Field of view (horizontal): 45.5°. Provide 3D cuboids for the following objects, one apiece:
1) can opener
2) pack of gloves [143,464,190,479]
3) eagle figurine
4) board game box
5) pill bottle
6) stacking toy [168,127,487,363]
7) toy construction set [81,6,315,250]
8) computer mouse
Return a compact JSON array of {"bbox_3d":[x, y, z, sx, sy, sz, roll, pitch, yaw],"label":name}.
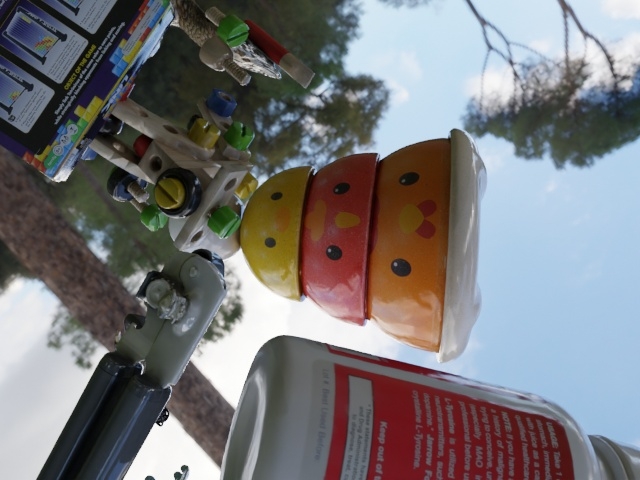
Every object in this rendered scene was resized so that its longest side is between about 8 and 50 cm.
[{"bbox_3d":[-0.162,0.137,0.689,0.074,0.093,0.280,30,-92,29],"label":"can opener"},{"bbox_3d":[-0.256,0.381,1.026,0.195,0.046,0.232,-48,-179,-11],"label":"pack of gloves"},{"bbox_3d":[-0.208,-0.322,1.082,0.226,0.225,0.299,-24,-113,15],"label":"eagle figurine"},{"bbox_3d":[-0.222,-0.156,0.611,0.170,0.141,0.048,-56,-175,-1],"label":"board game box"},{"bbox_3d":[0.117,0.245,0.748,0.229,0.407,0.229,-165,-90,-79],"label":"pill bottle"},{"bbox_3d":[0.000,0.000,1.167,0.479,0.351,0.351,2,-151,7],"label":"stacking toy"},{"bbox_3d":[-0.129,-0.122,0.974,0.309,0.237,0.257,-47,156,-2],"label":"toy construction set"},{"bbox_3d":[-0.328,0.205,1.417,0.060,0.262,0.184,-25,-133,-29],"label":"computer mouse"}]
